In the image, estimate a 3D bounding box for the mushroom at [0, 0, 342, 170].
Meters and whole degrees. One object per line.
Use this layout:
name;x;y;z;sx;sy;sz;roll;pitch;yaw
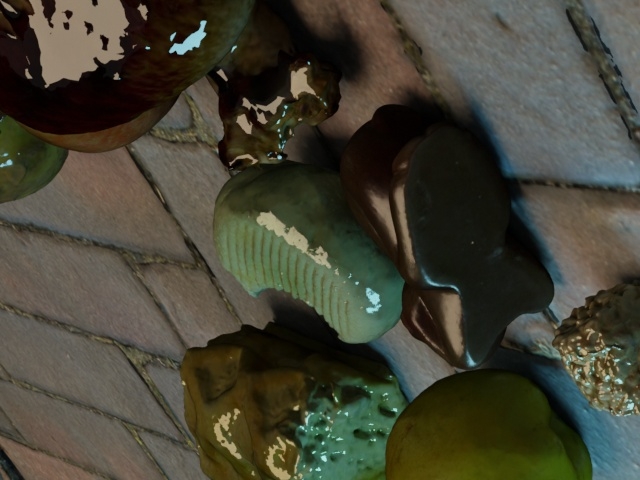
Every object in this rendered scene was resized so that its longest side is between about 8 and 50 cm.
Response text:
mushroom;-0.147;-0.243;1.454;0.331;0.356;0.334;-39;63;59

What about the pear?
pear;0.159;0.220;1.663;0.200;0.200;0.200;38;155;21

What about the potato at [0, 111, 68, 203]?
potato;-0.445;-0.152;2.032;0.288;0.301;0.237;43;174;13

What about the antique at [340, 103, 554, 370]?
antique;0.101;0.002;1.505;0.143;0.121;0.257;23;147;57

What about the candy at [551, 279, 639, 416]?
candy;0.250;0.093;1.421;0.110;0.095;0.085;60;158;-17

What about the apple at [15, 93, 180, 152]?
apple;-0.223;-0.180;1.683;0.174;0.188;0.188;-4;125;55

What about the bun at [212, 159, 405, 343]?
bun;0.000;0.000;1.661;0.212;0.126;0.204;40;156;-2

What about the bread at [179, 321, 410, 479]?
bread;-0.028;0.207;1.968;0.252;0.238;0.196;19;104;41
